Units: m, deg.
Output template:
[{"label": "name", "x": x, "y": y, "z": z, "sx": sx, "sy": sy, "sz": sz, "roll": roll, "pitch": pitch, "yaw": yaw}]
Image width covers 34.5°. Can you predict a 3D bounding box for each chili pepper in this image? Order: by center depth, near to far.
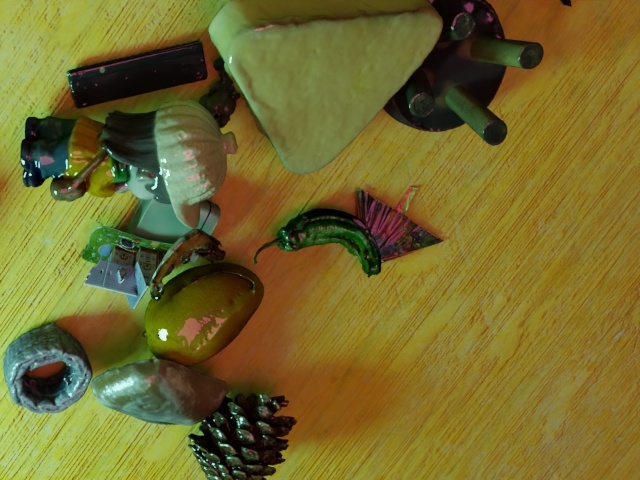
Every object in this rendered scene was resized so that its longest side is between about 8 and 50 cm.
[{"label": "chili pepper", "x": 0.000, "y": -0.001, "z": 1.945, "sx": 0.279, "sy": 0.065, "sz": 0.122, "roll": 7, "pitch": 88, "yaw": -27}]

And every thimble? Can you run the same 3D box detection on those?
[{"label": "thimble", "x": -0.491, "y": 0.230, "z": 1.843, "sx": 0.150, "sy": 0.098, "sz": 0.150, "roll": -9, "pitch": 117, "yaw": -18}]

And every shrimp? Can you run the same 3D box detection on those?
[{"label": "shrimp", "x": -0.235, "y": 0.048, "z": 1.787, "sx": 0.147, "sy": 0.035, "sz": 0.195, "roll": -54, "pitch": 162, "yaw": 1}]

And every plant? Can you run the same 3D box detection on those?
[{"label": "plant", "x": -0.155, "y": -0.266, "z": 1.764, "sx": 0.085, "sy": 0.087, "sz": 0.174, "roll": 30, "pitch": 96, "yaw": 1}]

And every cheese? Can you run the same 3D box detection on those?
[{"label": "cheese", "x": -0.008, "y": -0.261, "z": 1.730, "sx": 0.384, "sy": 0.104, "sz": 0.384, "roll": -20, "pitch": 145, "yaw": -15}]

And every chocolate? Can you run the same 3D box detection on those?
[{"label": "chocolate", "x": -0.290, "y": 0.294, "z": 1.889, "sx": 0.157, "sy": 0.080, "sz": 0.254, "roll": -21, "pitch": 153, "yaw": 21}]

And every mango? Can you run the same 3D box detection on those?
[{"label": "mango", "x": -0.214, "y": 0.130, "z": 1.887, "sx": 0.236, "sy": 0.136, "sz": 0.166, "roll": -27, "pitch": 118, "yaw": -14}]

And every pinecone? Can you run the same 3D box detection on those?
[{"label": "pinecone", "x": -0.150, "y": 0.382, "z": 2.001, "sx": 0.204, "sy": 0.179, "sz": 0.184, "roll": -57, "pitch": 162, "yaw": 4}]

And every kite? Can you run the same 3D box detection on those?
[{"label": "kite", "x": 0.145, "y": -0.024, "z": 2.029, "sx": 0.241, "sy": 0.014, "sz": 0.183, "roll": 24, "pitch": 100, "yaw": -29}]

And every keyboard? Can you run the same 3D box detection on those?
[{"label": "keyboard", "x": -0.305, "y": -0.279, "z": 1.727, "sx": 0.231, "sy": 0.023, "sz": 0.072, "roll": -16, "pitch": 125, "yaw": -14}]

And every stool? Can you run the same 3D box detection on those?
[{"label": "stool", "x": 0.241, "y": -0.306, "z": 1.840, "sx": 0.272, "sy": 0.178, "sz": 0.272, "roll": -8, "pitch": 116, "yaw": -18}]

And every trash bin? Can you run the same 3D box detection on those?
[{"label": "trash bin", "x": -0.261, "y": -0.034, "z": 1.835, "sx": 0.130, "sy": 0.059, "sz": 0.116, "roll": 23, "pitch": 105, "yaw": -27}]

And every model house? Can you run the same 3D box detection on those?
[{"label": "model house", "x": -0.332, "y": 0.055, "z": 1.800, "sx": 0.167, "sy": 0.088, "sz": 0.117, "roll": 17, "pitch": 140, "yaw": -23}]

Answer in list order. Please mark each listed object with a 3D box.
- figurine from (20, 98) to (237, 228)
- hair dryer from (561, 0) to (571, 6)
[{"label": "figurine", "x": -0.309, "y": -0.147, "z": 1.668, "sx": 0.333, "sy": 0.185, "sz": 0.204, "roll": 13, "pitch": 136, "yaw": -18}, {"label": "hair dryer", "x": 0.453, "y": -0.587, "z": 1.859, "sx": 0.313, "sy": 0.123, "sz": 0.340, "roll": -37, "pitch": 133, "yaw": -15}]
